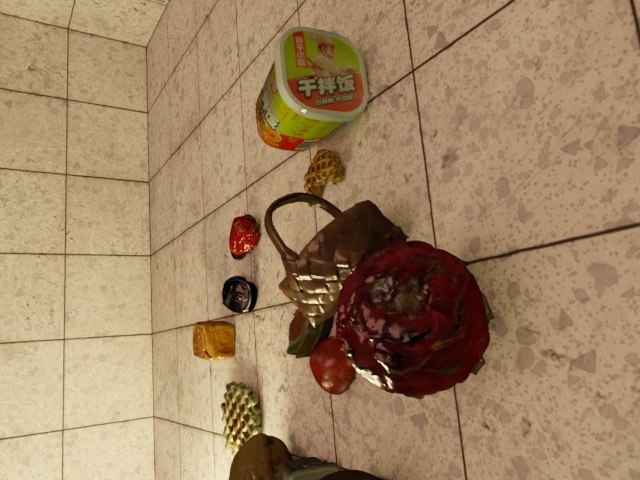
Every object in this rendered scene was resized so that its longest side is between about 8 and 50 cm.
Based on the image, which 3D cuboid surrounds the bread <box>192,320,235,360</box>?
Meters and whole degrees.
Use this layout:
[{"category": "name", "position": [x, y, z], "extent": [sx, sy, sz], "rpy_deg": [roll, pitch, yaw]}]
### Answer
[{"category": "bread", "position": [-0.448, 0.416, 2.150], "extent": [0.149, 0.143, 0.158], "rpy_deg": [-9, 84, 57]}]

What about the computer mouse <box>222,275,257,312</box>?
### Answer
[{"category": "computer mouse", "position": [-0.333, 0.211, 2.023], "extent": [0.233, 0.096, 0.137], "rpy_deg": [2, 90, 59]}]

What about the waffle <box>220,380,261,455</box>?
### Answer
[{"category": "waffle", "position": [-0.309, 0.699, 1.989], "extent": [0.309, 0.056, 0.292], "rpy_deg": [-16, 75, 55]}]

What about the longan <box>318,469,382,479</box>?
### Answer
[{"category": "longan", "position": [0.067, 0.689, 1.184], "extent": [0.319, 0.319, 0.319], "rpy_deg": [-6, 83, 57]}]

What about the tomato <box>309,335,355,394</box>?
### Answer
[{"category": "tomato", "position": [0.024, 0.351, 1.470], "extent": [0.174, 0.082, 0.166], "rpy_deg": [-64, 39, 36]}]

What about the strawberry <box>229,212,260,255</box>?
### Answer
[{"category": "strawberry", "position": [-0.311, -0.020, 1.988], "extent": [0.146, 0.082, 0.187], "rpy_deg": [46, 118, 36]}]

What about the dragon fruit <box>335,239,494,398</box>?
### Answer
[{"category": "dragon fruit", "position": [0.179, 0.153, 1.019], "extent": [0.329, 0.329, 0.329], "rpy_deg": [-6, 83, 57]}]

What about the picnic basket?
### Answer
[{"category": "picnic basket", "position": [0.000, 0.000, 1.297], "extent": [0.337, 0.293, 0.337], "rpy_deg": [16, 117, 33]}]

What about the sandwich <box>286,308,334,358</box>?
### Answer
[{"category": "sandwich", "position": [-0.041, 0.263, 1.578], "extent": [0.235, 0.079, 0.159], "rpy_deg": [-46, 51, 46]}]

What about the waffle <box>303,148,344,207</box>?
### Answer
[{"category": "waffle", "position": [0.001, -0.192, 1.570], "extent": [0.194, 0.051, 0.149], "rpy_deg": [-54, 44, 41]}]

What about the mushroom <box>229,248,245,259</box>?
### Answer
[{"category": "mushroom", "position": [-0.339, 0.019, 2.087], "extent": [0.123, 0.052, 0.123], "rpy_deg": [-7, 81, 60]}]

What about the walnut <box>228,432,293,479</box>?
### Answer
[{"category": "walnut", "position": [-0.182, 0.771, 1.634], "extent": [0.283, 0.227, 0.283], "rpy_deg": [-32, 51, 50]}]

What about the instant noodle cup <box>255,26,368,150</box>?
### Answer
[{"category": "instant noodle cup", "position": [-0.051, -0.411, 1.493], "extent": [0.308, 0.294, 0.294], "rpy_deg": [-31, 62, 60]}]

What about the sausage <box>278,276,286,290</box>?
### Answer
[{"category": "sausage", "position": [-0.099, 0.125, 1.718], "extent": [0.158, 0.036, 0.042], "rpy_deg": [-51, 59, 43]}]

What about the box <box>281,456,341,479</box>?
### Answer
[{"category": "box", "position": [-0.035, 0.751, 1.477], "extent": [0.135, 0.163, 0.243], "rpy_deg": [166, 103, -65]}]
